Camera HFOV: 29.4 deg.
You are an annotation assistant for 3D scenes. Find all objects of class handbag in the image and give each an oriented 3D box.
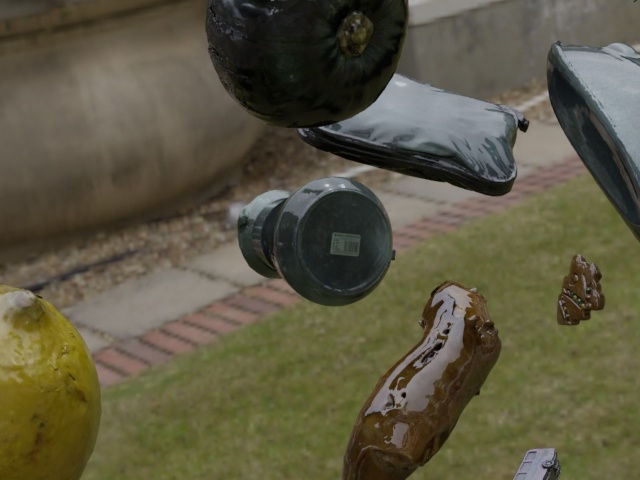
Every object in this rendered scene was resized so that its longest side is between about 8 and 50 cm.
[{"bbox_3d":[0.135,-0.164,1.728,0.332,0.075,0.191,14,42,-3],"label":"handbag"}]

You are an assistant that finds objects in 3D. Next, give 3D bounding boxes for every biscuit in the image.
[{"bbox_3d":[0.293,0.063,1.400,0.016,0.092,0.082,9,43,-24],"label":"biscuit"}]

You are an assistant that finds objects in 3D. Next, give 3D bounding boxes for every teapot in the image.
[{"bbox_3d":[0.000,0.000,1.686,0.203,0.171,0.225,13,-2,-25],"label":"teapot"}]

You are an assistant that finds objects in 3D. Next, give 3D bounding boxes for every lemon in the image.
[{"bbox_3d":[-0.365,0.183,1.315,0.258,0.310,0.258,21,18,-7],"label":"lemon"}]

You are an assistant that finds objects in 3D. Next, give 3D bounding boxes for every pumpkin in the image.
[{"bbox_3d":[-0.014,-0.228,1.284,0.163,0.233,0.233,25,36,37],"label":"pumpkin"}]

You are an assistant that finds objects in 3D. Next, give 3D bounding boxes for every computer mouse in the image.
[{"bbox_3d":[0.385,-0.123,1.375,0.203,0.114,0.374,-5,51,-24],"label":"computer mouse"}]

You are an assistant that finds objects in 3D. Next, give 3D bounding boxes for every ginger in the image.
[{"bbox_3d":[0.116,0.164,1.368,0.133,0.107,0.309,-23,26,51],"label":"ginger"}]

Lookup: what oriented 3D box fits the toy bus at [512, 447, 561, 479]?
[{"bbox_3d":[0.258,0.303,1.495,0.052,0.037,0.131,-6,23,31],"label":"toy bus"}]
